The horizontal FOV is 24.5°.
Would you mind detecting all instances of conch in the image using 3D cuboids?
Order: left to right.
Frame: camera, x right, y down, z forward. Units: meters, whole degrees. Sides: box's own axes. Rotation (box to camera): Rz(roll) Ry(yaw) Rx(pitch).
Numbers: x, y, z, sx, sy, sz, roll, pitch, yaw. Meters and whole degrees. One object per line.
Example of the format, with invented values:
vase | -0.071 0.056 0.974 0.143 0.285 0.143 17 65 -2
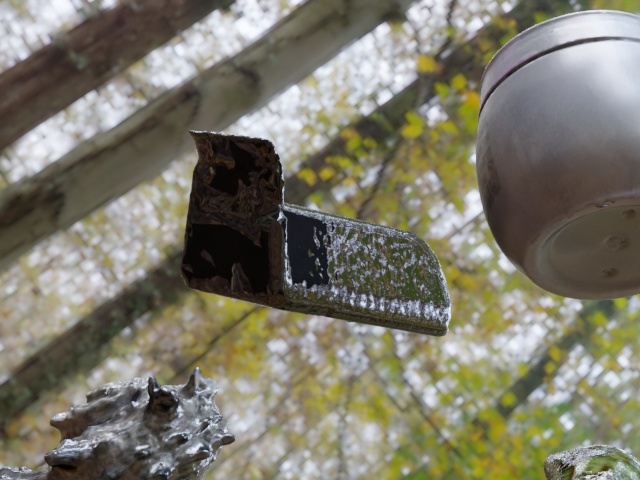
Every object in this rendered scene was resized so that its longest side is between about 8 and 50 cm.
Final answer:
conch | -0.218 0.227 1.498 0.186 0.240 0.313 36 -61 -8
conch | 0.290 0.298 1.494 0.124 0.187 0.181 -14 -104 34

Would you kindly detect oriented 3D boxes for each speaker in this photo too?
speaker | 0.000 0.000 1.808 0.180 0.184 0.388 11 -3 42

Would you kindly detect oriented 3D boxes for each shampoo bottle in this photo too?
shampoo bottle | 0.309 -0.095 1.643 0.273 0.273 0.266 99 -12 -58
